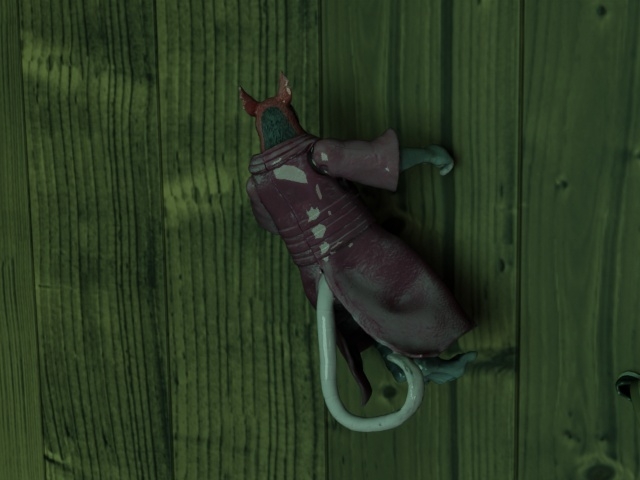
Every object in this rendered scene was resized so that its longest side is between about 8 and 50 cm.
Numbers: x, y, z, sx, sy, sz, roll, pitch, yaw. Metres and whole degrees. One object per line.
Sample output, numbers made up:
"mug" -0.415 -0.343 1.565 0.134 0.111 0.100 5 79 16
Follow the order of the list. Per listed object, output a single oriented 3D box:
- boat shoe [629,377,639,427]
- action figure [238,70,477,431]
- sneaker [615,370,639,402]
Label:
"boat shoe" 0.407 0.250 1.064 0.104 0.111 0.307 -30 94 25
"action figure" 0.000 0.000 1.195 0.248 0.276 0.370 -27 97 39
"sneaker" 0.335 0.161 1.130 0.083 0.035 0.031 20 109 29
